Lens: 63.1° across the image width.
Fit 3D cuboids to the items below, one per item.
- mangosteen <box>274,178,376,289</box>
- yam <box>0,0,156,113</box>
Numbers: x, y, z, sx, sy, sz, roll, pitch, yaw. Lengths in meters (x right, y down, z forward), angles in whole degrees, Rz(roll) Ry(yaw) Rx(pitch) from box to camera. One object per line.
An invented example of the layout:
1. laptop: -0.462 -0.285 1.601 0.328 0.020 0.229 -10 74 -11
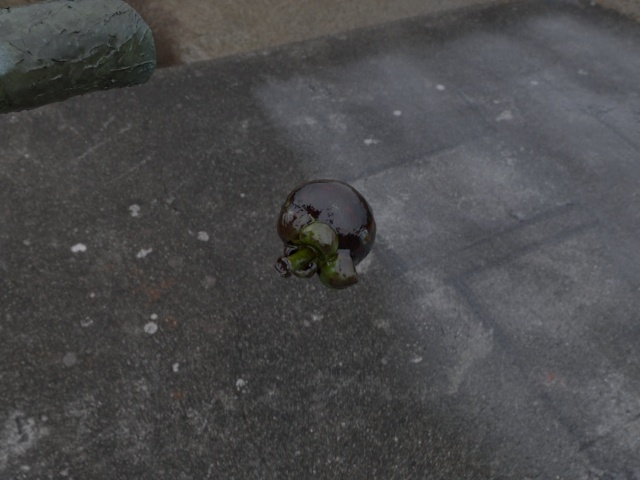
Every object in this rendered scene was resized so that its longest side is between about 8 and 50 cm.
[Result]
1. mangosteen: 0.008 -0.006 0.837 0.172 0.172 0.184 0 63 1
2. yam: -0.276 -0.199 0.550 0.107 0.107 0.183 24 38 21
